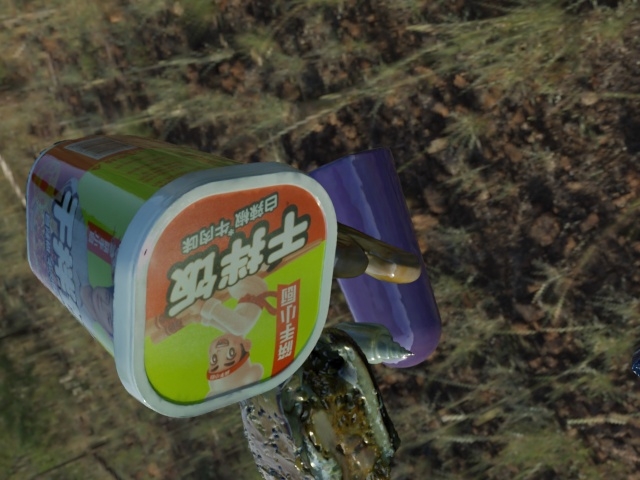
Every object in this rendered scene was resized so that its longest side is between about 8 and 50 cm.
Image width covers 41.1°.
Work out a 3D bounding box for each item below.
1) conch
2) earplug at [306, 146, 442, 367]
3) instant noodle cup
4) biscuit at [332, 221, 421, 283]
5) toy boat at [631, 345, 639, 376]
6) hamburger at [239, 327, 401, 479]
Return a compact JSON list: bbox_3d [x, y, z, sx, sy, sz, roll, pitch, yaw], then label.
[{"bbox_3d":[0.099,0.188,1.636,0.180,0.088,0.065,16,148,22],"label":"conch"},{"bbox_3d":[0.122,0.045,1.798,0.215,0.215,0.456,-29,80,62],"label":"earplug"},{"bbox_3d":[-0.180,0.008,0.982,0.308,0.294,0.294,26,129,43],"label":"instant noodle cup"},{"bbox_3d":[0.000,0.000,1.398,0.290,0.237,0.062,27,102,41],"label":"biscuit"},{"bbox_3d":[0.710,0.248,1.534,0.291,0.210,0.070,24,115,48],"label":"toy boat"},{"bbox_3d":[-0.015,0.265,1.232,0.192,0.167,0.288,1,118,50],"label":"hamburger"}]
